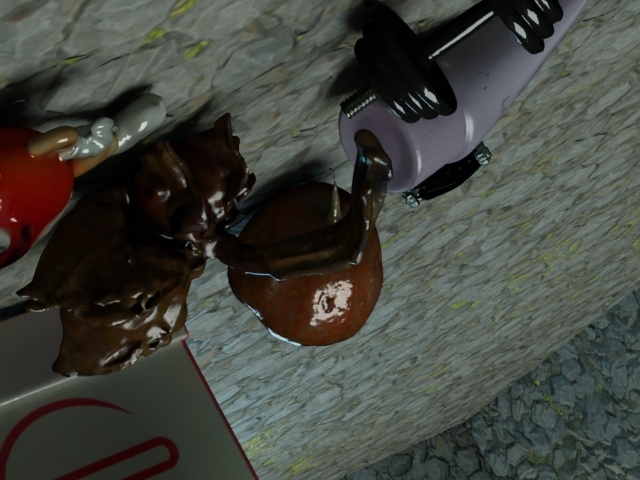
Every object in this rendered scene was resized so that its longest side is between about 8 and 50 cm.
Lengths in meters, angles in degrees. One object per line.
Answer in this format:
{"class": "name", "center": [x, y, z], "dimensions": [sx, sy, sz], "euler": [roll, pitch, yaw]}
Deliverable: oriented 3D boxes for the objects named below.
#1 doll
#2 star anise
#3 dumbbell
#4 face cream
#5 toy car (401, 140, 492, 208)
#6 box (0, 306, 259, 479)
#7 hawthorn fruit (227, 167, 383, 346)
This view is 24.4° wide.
{"class": "doll", "center": [-0.204, -0.031, 0.967], "dimensions": [0.183, 0.085, 0.217], "euler": [-36, 173, 27]}
{"class": "star anise", "center": [-0.092, -0.006, 1.104], "dimensions": [0.346, 0.148, 0.237], "euler": [-24, -174, 28]}
{"class": "dumbbell", "center": [0.101, -0.155, 1.093], "dimensions": [0.208, 0.099, 0.099], "euler": [-35, 164, 16]}
{"class": "face cream", "center": [0.137, -0.139, 1.258], "dimensions": [0.274, 0.096, 0.154], "euler": [-35, 164, -33]}
{"class": "toy car", "center": [0.098, -0.083, 1.394], "dimensions": [0.095, 0.056, 0.205], "euler": [-33, 163, 11]}
{"class": "box", "center": [-0.258, 0.254, 1.356], "dimensions": [0.312, 0.300, 0.314], "euler": [-19, 162, -32]}
{"class": "hawthorn fruit", "center": [0.005, 0.016, 1.363], "dimensions": [0.189, 0.149, 0.149], "euler": [-35, 165, 36]}
